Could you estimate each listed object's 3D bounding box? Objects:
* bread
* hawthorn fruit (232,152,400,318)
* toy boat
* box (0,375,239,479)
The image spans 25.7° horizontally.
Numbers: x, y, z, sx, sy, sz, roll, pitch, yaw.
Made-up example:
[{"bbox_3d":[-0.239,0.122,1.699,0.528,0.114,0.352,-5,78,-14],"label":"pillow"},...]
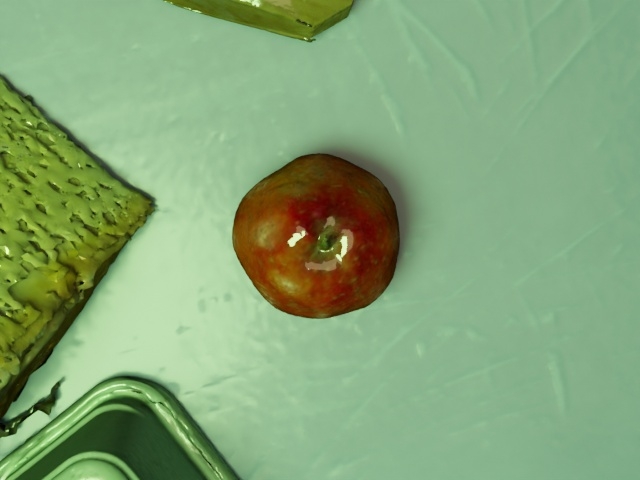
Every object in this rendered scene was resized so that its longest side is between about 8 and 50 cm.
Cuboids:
[{"bbox_3d":[-0.302,0.055,1.049,0.248,0.279,0.315,41,134,-2],"label":"bread"},{"bbox_3d":[-0.002,0.004,1.025,0.125,0.140,0.125,-5,126,-6],"label":"hawthorn fruit"},{"bbox_3d":[-0.074,-0.207,1.040,0.206,0.064,0.072,17,78,-2],"label":"toy boat"},{"bbox_3d":[-0.112,0.266,1.004,0.175,0.182,0.312,-38,93,1],"label":"box"}]
